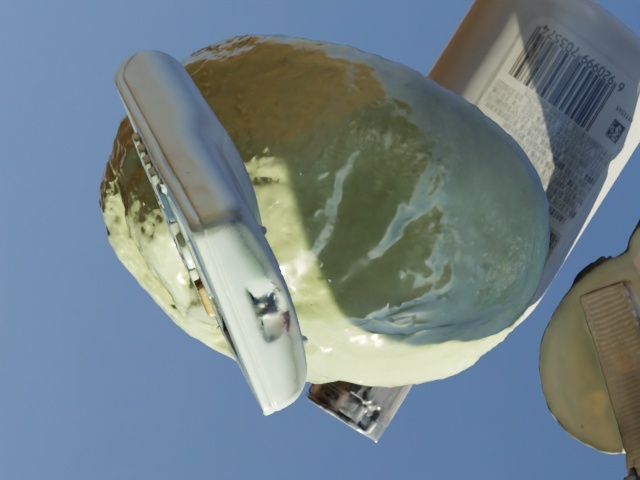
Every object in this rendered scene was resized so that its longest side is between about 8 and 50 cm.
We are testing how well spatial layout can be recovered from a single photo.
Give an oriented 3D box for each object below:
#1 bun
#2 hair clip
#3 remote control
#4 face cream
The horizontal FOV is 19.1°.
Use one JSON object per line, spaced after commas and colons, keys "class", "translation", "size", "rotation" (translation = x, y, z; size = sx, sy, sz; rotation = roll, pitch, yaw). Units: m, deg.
{"class": "bun", "translation": [0.000, 0.000, 0.823], "size": [0.195, 0.195, 0.118], "rotation": [-17, -135, 54]}
{"class": "hair clip", "translation": [0.182, 0.074, 1.099], "size": [0.116, 0.049, 0.172], "rotation": [-23, -119, 18]}
{"class": "remote control", "translation": [-0.031, -0.010, 0.553], "size": [0.029, 0.061, 0.162], "rotation": [-24, -155, -4]}
{"class": "face cream", "translation": [0.090, -0.015, 1.141], "size": [0.291, 0.144, 0.071], "rotation": [-59, -157, -3]}
